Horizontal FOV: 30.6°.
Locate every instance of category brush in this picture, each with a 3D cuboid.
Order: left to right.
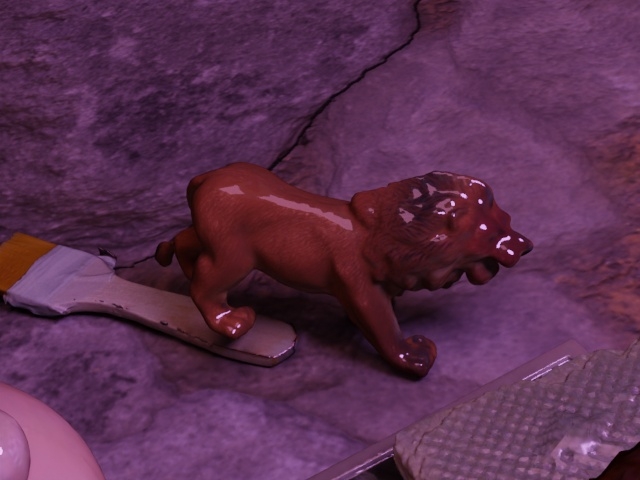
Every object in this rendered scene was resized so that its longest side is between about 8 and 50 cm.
[{"bbox_3d":[-0.161,0.052,0.985,0.336,0.020,0.085,14,45,32],"label":"brush"}]

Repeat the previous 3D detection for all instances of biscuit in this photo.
[{"bbox_3d":[0.182,0.128,0.715,0.252,0.052,0.150,-20,38,-7],"label":"biscuit"}]

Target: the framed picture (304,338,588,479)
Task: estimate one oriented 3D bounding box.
[{"bbox_3d":[0.106,0.180,0.732,0.281,0.019,0.209,-26,38,-16],"label":"framed picture"}]

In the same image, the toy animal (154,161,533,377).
[{"bbox_3d":[0.000,0.000,0.870,0.312,0.158,0.097,12,31,16],"label":"toy animal"}]

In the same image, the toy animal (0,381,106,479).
[{"bbox_3d":[-0.185,0.200,0.620,0.345,0.247,0.277,12,47,31],"label":"toy animal"}]

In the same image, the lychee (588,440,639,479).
[{"bbox_3d":[0.178,0.213,0.490,0.267,0.267,0.267,-9,38,7],"label":"lychee"}]
